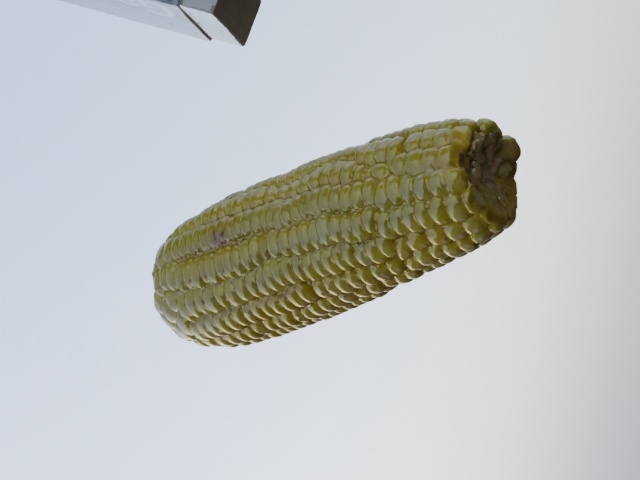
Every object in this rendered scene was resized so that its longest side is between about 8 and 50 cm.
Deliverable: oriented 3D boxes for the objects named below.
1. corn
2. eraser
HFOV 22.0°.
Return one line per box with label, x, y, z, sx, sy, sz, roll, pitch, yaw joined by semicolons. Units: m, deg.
corn;0.000;0.000;0.706;0.067;0.206;0.067;20;-119;-40
eraser;-0.158;-0.204;1.263;0.092;0.212;0.046;37;-109;-72
